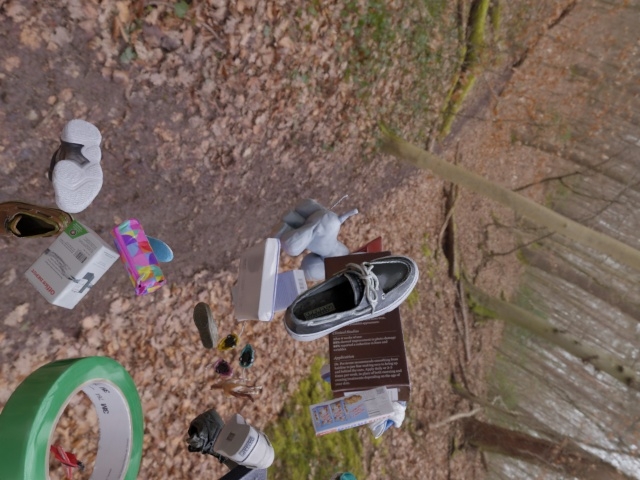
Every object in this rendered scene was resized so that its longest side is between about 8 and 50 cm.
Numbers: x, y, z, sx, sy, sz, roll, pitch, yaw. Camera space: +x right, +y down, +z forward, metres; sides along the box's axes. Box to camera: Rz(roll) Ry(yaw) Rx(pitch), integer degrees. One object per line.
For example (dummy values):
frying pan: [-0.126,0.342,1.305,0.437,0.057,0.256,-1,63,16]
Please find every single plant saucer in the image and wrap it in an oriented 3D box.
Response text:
plant saucer: [0.140,0.136,1.604,0.259,0.047,0.259,142,-50,-68]

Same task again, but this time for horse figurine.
horse figurine: [-0.350,0.616,1.968,0.263,0.174,0.066,176,-83,-66]

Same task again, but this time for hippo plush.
hippo plush: [0.000,0.000,1.592,0.294,0.234,0.237,-27,123,2]

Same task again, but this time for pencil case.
pencil case: [-0.555,0.052,1.436,0.104,0.236,0.104,-28,169,-6]

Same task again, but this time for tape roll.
tape roll: [-0.445,0.378,0.866,0.321,0.077,0.321,-8,90,-79]

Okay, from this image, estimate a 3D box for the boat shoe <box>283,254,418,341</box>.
boat shoe: [0.070,0.095,0.926,0.306,0.113,0.105,-17,156,-18]

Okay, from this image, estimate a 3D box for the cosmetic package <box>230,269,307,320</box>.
cosmetic package: [-0.161,0.176,1.514,0.085,0.231,0.117,13,63,-69]

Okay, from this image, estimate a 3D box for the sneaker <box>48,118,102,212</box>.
sneaker: [-0.591,-0.151,1.132,0.101,0.269,0.153,14,139,-35]

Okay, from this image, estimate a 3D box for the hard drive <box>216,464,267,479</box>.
hard drive: [-0.201,0.630,1.075,0.172,0.054,0.255,-14,117,-52]

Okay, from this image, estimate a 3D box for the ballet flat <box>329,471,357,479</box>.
ballet flat: [0.121,0.787,1.175,0.147,0.409,0.147,-17,132,-19]

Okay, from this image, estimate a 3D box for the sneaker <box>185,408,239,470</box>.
sneaker: [-0.306,0.604,1.369,0.087,0.227,0.130,-54,157,23]

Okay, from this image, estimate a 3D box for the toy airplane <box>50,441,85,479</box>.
toy airplane: [-0.605,0.492,1.087,0.028,0.151,0.151,-59,169,-52]

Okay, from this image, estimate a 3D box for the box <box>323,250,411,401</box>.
box: [0.116,0.223,1.240,0.143,0.191,0.382,76,10,-55]

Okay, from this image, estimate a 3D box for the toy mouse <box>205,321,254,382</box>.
toy mouse: [-0.226,0.322,1.260,0.161,0.143,0.031,-37,149,-3]

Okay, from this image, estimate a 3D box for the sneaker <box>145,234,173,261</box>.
sneaker: [-0.770,0.025,2.158,0.087,0.228,0.092,-61,176,-4]

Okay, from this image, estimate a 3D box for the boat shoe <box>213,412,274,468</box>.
boat shoe: [-0.169,0.456,1.067,0.096,0.088,0.267,-56,-169,-28]

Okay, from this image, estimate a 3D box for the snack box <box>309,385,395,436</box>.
snack box: [0.068,0.372,1.032,0.178,0.064,0.022,-11,139,-9]

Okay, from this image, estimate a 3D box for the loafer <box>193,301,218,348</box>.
loafer: [-0.345,0.254,1.435,0.050,0.056,0.148,-38,122,-72]

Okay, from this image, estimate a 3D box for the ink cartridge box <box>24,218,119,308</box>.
ink cartridge box: [-0.714,0.070,1.362,0.208,0.153,0.087,-50,158,-9]

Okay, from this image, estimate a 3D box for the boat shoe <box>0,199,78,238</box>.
boat shoe: [-0.922,-0.062,1.458,0.104,0.307,0.111,-72,159,-72]

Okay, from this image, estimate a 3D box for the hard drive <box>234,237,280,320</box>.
hard drive: [-0.186,0.119,1.344,0.318,0.040,0.210,160,-63,-67]

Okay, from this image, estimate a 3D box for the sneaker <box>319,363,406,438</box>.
sneaker: [0.131,0.519,1.544,0.130,0.322,0.236,23,59,-47]
